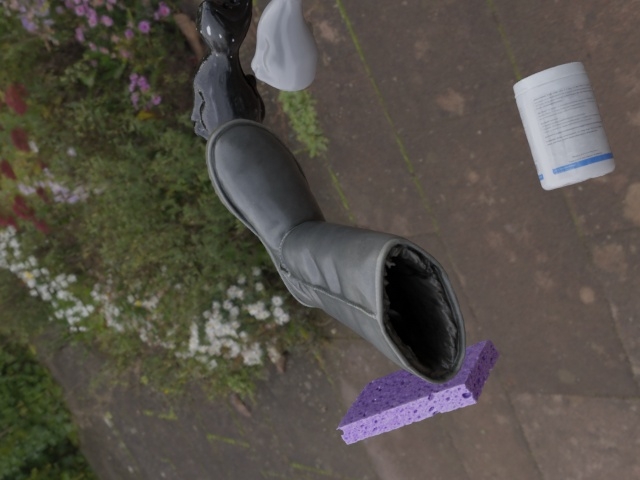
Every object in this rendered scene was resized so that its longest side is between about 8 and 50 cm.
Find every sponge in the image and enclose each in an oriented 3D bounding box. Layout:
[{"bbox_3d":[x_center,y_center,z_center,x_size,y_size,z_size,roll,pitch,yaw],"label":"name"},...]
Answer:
[{"bbox_3d":[0.128,0.200,0.987,0.210,0.117,0.031,-29,98,34],"label":"sponge"}]

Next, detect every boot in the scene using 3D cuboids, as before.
[{"bbox_3d":[0.001,-0.002,0.524,0.190,0.076,0.208,54,173,-18],"label":"boot"}]

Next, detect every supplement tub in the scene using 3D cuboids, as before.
[{"bbox_3d":[0.231,-0.107,0.709,0.071,0.071,0.107,-18,87,53],"label":"supplement tub"}]

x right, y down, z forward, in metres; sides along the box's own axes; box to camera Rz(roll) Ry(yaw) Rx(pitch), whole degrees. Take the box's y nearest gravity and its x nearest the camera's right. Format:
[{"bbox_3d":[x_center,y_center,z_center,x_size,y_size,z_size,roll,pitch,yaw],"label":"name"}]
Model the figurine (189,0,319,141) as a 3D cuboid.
[{"bbox_3d":[-0.073,-0.250,0.907,0.092,0.215,0.209,31,148,15],"label":"figurine"}]
